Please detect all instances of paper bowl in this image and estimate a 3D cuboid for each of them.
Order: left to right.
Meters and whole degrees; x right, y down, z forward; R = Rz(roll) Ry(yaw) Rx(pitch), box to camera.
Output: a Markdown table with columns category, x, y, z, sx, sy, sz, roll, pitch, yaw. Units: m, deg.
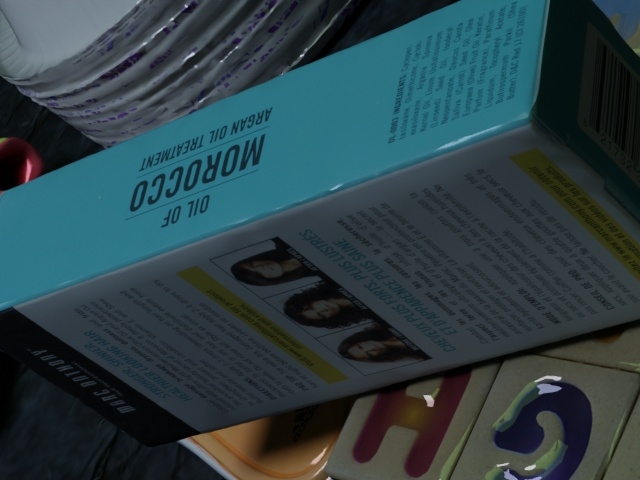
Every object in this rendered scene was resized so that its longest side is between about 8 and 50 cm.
| category | x | y | z | sx | sy | sz | roll | pitch | yaw |
| --- | --- | --- | --- | --- | --- | --- | --- | --- | --- |
| paper bowl | -0.081 | -0.196 | 0.930 | 0.284 | 0.148 | 0.284 | -37 | 34 | 31 |

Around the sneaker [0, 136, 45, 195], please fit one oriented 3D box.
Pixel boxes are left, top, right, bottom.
| category | x | y | z | sx | sy | sz | roll | pitch | yaw |
| --- | --- | --- | --- | --- | --- | --- | --- | --- | --- |
| sneaker | -0.194 | 0.013 | 0.942 | 0.094 | 0.081 | 0.208 | -37 | 34 | 24 |

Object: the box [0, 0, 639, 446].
| category | x | y | z | sx | sy | sz | roll | pitch | yaw |
| --- | --- | --- | --- | --- | --- | --- | --- | --- | --- |
| box | 0.000 | 0.000 | 0.571 | 0.244 | 0.100 | 0.060 | -18 | 47 | 37 |

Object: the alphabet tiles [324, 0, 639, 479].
| category | x | y | z | sx | sy | sz | roll | pitch | yaw |
| --- | --- | --- | --- | --- | --- | --- | --- | --- | --- |
| alphabet tiles | 0.143 | -0.005 | 0.516 | 0.285 | 0.011 | 0.342 | 8 | 67 | 49 |

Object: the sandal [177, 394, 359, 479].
| category | x | y | z | sx | sy | sz | roll | pitch | yaw |
| --- | --- | --- | --- | --- | --- | --- | --- | --- | --- |
| sandal | -0.060 | 0.034 | 0.733 | 0.102 | 0.076 | 0.265 | -58 | 30 | -7 |
